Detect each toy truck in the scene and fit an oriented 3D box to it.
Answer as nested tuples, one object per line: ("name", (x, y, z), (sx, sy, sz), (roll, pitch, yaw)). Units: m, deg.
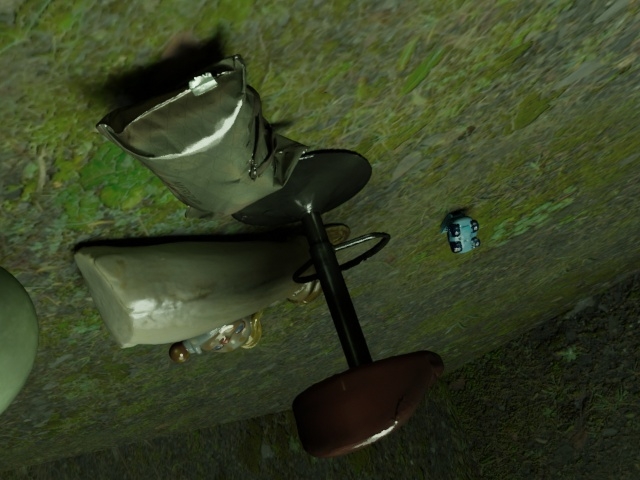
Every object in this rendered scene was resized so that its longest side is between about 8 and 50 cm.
("toy truck", (0.259, -0.020, 1.527), (0.056, 0.090, 0.073), (-13, 116, -13))

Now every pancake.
("pancake", (0.000, -0.001, 1.420), (0.115, 0.011, 0.115), (-14, 161, -5))

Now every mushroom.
("mushroom", (-0.173, 0.073, 1.257), (0.408, 0.154, 0.138), (-4, 173, -33))

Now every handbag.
("handbag", (-0.115, -0.107, 0.895), (0.183, 0.117, 0.270), (-28, 159, 3))

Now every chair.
("chair", (0.028, 0.097, 1.132), (0.227, 0.400, 0.226), (-16, 159, -6))

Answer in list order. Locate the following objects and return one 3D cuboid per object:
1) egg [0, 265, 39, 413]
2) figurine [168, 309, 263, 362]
("egg", (-0.513, 0.146, 1.004), (0.352, 0.258, 0.258), (-22, 160, 19))
("figurine", (-0.221, 0.126, 1.410), (0.274, 0.133, 0.193), (8, 125, -41))
